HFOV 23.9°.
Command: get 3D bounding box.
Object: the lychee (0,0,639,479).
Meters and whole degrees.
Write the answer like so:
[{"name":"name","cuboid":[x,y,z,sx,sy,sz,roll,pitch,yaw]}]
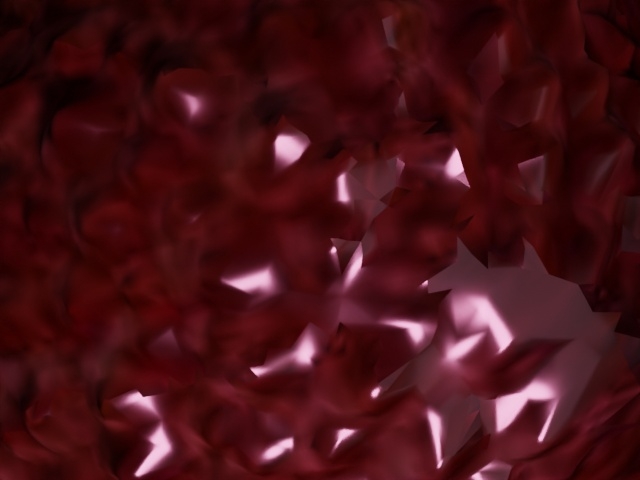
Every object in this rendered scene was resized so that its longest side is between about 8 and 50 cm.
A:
[{"name":"lychee","cuboid":[0.000,0.000,0.506,0.330,0.306,0.306,-44,149,17]}]
